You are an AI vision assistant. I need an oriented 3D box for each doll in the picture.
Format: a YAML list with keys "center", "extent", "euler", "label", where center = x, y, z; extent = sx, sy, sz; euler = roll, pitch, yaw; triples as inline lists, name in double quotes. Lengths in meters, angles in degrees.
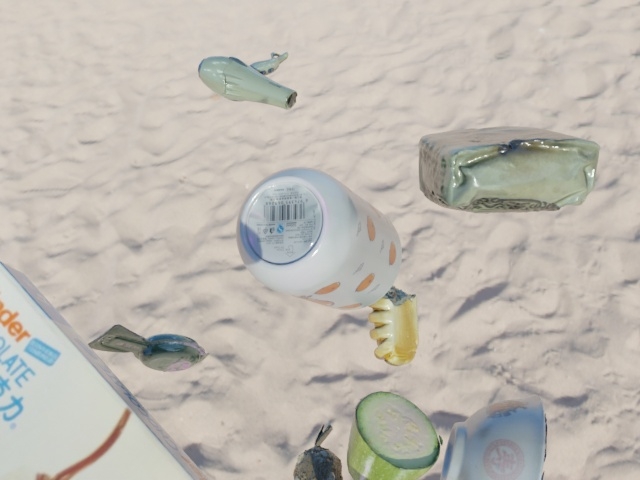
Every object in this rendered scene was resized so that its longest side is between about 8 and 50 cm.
- center: [-0.007, 0.494, 1.289]
  extent: [0.105, 0.115, 0.221]
  euler: [-20, 42, 13]
  label: "doll"

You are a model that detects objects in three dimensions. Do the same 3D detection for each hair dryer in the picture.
- center: [-0.073, -0.256, 0.982]
  extent: [0.167, 0.067, 0.199]
  euler: [35, 40, 30]
  label: "hair dryer"

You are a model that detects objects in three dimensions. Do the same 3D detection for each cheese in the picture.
- center: [-0.168, 0.111, 0.627]
  extent: [0.067, 0.120, 0.026]
  euler: [-33, 49, 33]
  label: "cheese"

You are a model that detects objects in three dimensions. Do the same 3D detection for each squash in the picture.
- center: [0.125, 0.376, 1.121]
  extent: [0.170, 0.123, 0.170]
  euler: [16, 26, -8]
  label: "squash"

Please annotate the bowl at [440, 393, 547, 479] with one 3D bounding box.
- center: [0.343, 0.473, 1.292]
  extent: [0.157, 0.345, 0.345]
  euler: [14, 50, 10]
  label: "bowl"

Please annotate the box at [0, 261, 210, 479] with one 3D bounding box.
- center: [-0.228, 0.195, 0.406]
  extent: [0.273, 0.048, 0.265]
  euler: [43, 80, 16]
  label: "box"

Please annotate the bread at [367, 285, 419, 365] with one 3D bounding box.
- center: [0.154, 0.182, 1.335]
  extent: [0.084, 0.119, 0.177]
  euler: [-12, 78, 45]
  label: "bread"

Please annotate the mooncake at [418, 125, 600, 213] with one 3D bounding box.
- center: [0.304, -0.118, 1.052]
  extent: [0.250, 0.136, 0.254]
  euler: [-3, 17, -5]
  label: "mooncake"

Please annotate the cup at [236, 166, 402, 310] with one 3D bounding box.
- center: [0.000, 0.000, 1.064]
  extent: [0.212, 0.317, 0.212]
  euler: [-5, 77, 21]
  label: "cup"
